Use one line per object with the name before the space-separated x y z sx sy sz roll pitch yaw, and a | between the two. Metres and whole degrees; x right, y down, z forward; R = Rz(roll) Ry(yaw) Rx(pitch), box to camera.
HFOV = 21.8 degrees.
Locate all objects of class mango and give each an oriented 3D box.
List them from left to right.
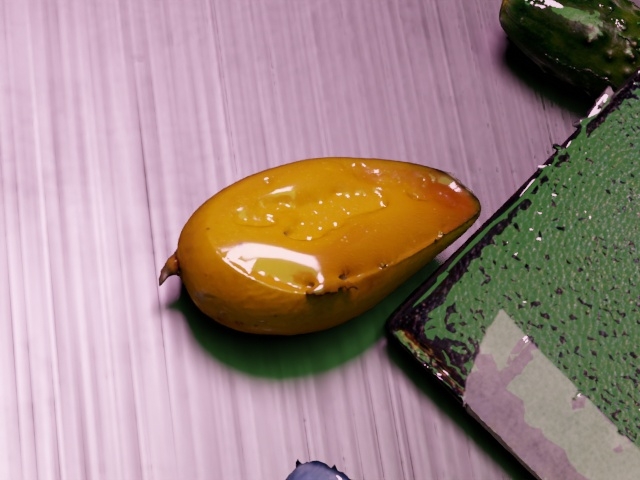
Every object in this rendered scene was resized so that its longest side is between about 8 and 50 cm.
mango | 0.000 0.000 0.930 0.187 0.066 0.101 -19 57 -17

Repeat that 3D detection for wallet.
wallet | 0.199 0.035 0.963 0.221 0.071 0.262 44 76 5

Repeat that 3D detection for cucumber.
cucumber | 0.217 -0.108 1.058 0.227 0.069 0.069 23 60 -8

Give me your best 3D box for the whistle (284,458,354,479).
whistle | -0.079 0.231 0.798 0.062 0.062 0.304 40 60 5
